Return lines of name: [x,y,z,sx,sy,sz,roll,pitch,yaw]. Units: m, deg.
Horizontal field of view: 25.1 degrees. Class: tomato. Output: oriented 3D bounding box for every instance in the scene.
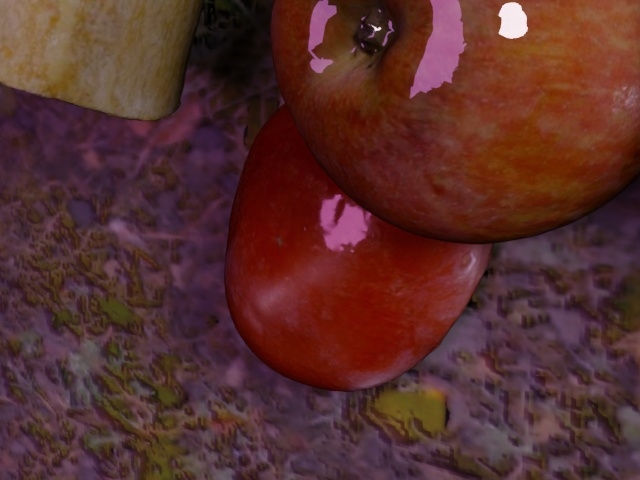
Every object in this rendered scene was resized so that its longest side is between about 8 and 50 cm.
tomato: [0.003,0.008,0.790,0.166,0.082,0.174,28,112,36]

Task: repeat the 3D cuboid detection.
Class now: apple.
apple: [0.071,-0.092,0.650,0.188,0.174,0.188,4,96,43]

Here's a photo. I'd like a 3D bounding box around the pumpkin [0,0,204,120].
pumpkin: [-0.185,-0.226,0.794,0.332,0.332,0.199,42,109,31]
